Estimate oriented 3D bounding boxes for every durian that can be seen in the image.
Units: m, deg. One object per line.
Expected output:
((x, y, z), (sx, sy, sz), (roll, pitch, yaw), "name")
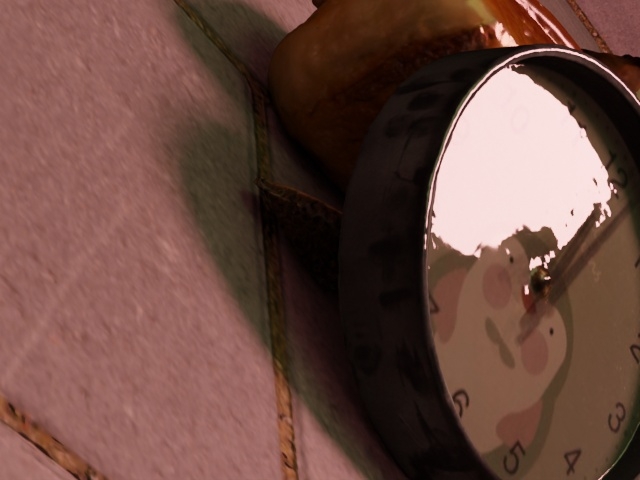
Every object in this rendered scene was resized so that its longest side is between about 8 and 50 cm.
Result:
((0.007, -0.008, 0.960), (0.130, 0.052, 0.066), (34, 27, -49), "durian")

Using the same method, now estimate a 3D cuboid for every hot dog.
((0.129, -0.082, 1.180), (0.405, 0.185, 0.223), (46, 23, -31), "hot dog")

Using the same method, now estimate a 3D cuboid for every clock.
((0.143, 0.027, 0.970), (0.319, 0.066, 0.318), (7, 80, -45), "clock")

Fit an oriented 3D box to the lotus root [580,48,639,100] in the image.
((0.315, -0.036, 1.513), (0.390, 0.111, 0.375), (38, -13, 22), "lotus root")
